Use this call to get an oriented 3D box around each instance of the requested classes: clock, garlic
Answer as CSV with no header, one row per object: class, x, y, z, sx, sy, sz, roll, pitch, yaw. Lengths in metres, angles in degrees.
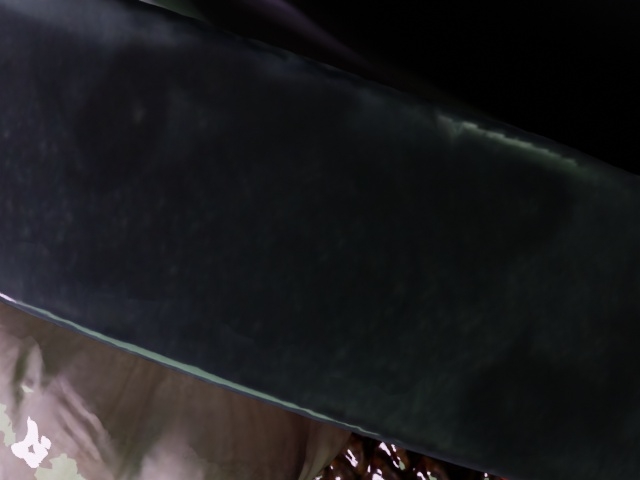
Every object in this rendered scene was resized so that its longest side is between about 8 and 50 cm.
clock,0.006,-0.010,0.581,0.386,0.076,0.386,19,-176,-1
garlic,-0.096,0.054,0.831,0.218,0.218,0.212,33,134,-9

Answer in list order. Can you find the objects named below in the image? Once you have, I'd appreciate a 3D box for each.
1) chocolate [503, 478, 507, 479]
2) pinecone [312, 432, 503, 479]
chocolate,0.192,0.105,0.831,0.237,0.108,0.235,36,169,-18
pinecone,0.047,0.166,1.321,0.229,0.201,0.202,3,125,34
